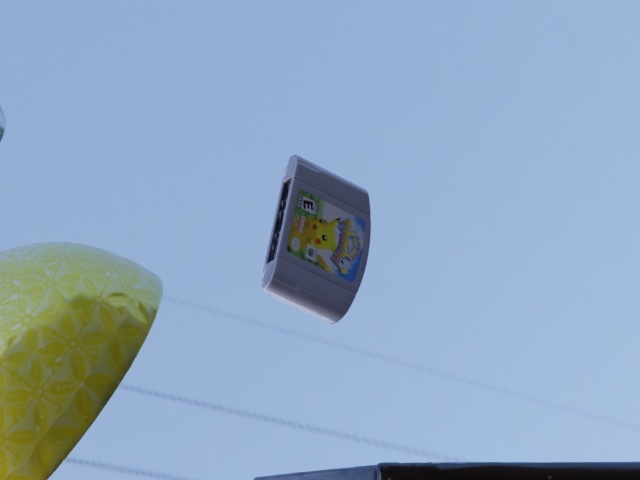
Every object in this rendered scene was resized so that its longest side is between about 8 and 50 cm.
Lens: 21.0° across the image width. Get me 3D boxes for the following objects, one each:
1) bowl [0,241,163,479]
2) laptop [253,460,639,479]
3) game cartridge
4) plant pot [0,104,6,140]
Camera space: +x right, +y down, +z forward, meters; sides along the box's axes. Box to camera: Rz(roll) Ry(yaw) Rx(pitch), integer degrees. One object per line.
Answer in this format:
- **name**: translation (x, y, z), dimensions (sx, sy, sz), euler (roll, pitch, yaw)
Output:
- **bowl**: translation (-0.281, 0.098, 1.438), dimensions (0.156, 0.289, 0.289), euler (40, -96, -14)
- **laptop**: translation (0.117, 0.370, 1.350), dimensions (0.236, 0.407, 0.382), euler (43, -134, -76)
- **game cartridge**: translation (0.000, 0.000, 0.923), dimensions (0.056, 0.017, 0.083), euler (27, -123, -28)
- **plant pot**: translation (-0.345, -0.145, 0.980), dimensions (0.271, 0.271, 0.255), euler (-11, -104, -36)
